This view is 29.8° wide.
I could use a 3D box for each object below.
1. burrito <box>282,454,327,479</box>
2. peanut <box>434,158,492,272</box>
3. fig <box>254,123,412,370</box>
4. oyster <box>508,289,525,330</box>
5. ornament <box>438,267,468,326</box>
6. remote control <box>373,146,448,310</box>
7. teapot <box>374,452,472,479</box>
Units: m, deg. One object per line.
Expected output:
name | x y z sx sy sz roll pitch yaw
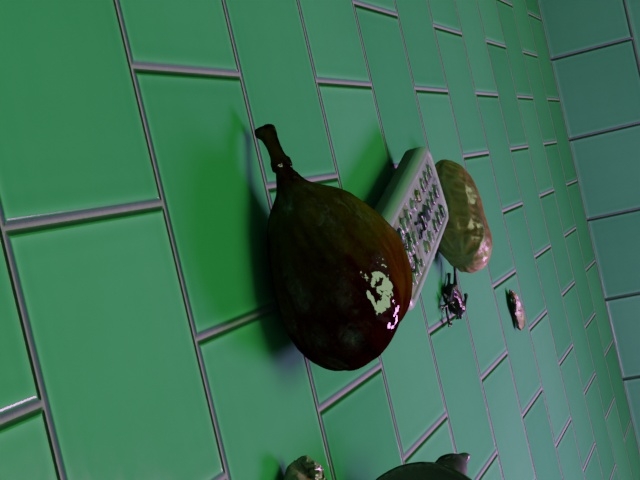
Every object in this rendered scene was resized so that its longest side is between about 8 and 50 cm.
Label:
burrito | 0.005 0.304 1.196 0.058 0.045 0.188 -45 123 -59
peanut | 0.216 -0.039 1.923 0.083 0.093 0.194 120 -43 -67
fig | 0.002 -0.001 1.264 0.274 0.145 0.170 64 18 3
oyster | 0.384 0.134 2.363 0.054 0.019 0.083 -57 134 -61
ornament | 0.212 0.099 1.907 0.125 0.028 0.073 -75 146 -56
remote control | 0.114 -0.021 1.657 0.335 0.065 0.128 -58 134 -63
teapot | 0.122 0.350 1.366 0.149 0.162 0.239 55 53 -70
